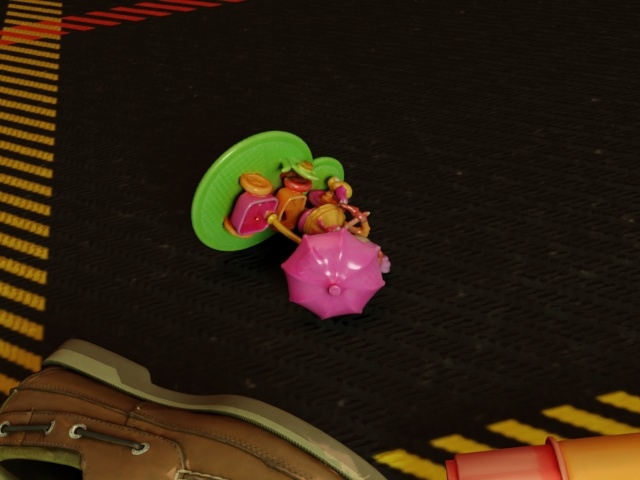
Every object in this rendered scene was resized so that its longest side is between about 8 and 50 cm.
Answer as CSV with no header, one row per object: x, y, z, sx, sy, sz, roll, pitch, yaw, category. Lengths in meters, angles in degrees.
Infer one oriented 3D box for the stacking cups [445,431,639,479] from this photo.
0.232,0.135,0.484,0.316,0.096,0.096,-4,35,7,stacking cups

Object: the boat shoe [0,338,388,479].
-0.091,0.155,0.515,0.307,0.111,0.104,8,41,37,boat shoe

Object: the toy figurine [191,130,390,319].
0.000,0.000,0.732,0.173,0.130,0.159,-6,41,-43,toy figurine
